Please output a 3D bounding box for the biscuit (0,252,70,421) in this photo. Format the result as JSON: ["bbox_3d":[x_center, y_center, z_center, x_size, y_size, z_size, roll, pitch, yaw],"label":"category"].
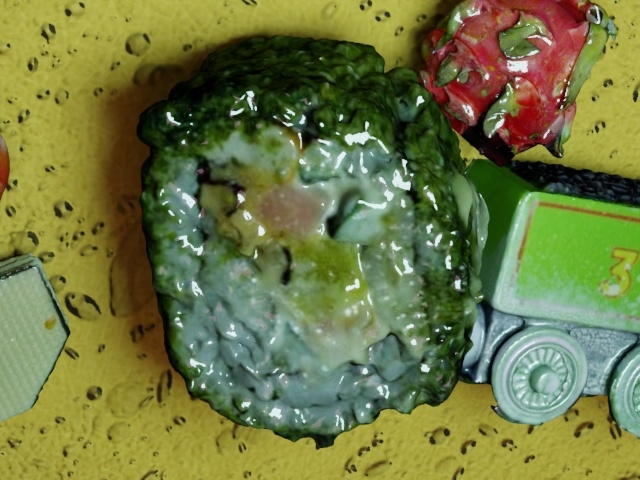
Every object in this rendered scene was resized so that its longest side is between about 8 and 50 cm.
[{"bbox_3d":[-0.355,0.116,1.576,0.252,0.052,0.150,-23,122,-3],"label":"biscuit"}]

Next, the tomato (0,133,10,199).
[{"bbox_3d":[-0.358,-0.047,1.448,0.187,0.151,0.187,-38,159,-18],"label":"tomato"}]

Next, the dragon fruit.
[{"bbox_3d":[0.187,-0.164,1.544,0.166,0.160,0.172,40,100,-4],"label":"dragon fruit"}]

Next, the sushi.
[{"bbox_3d":[0.000,0.000,1.505,0.294,0.178,0.352,-4,113,12],"label":"sushi"}]

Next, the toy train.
[{"bbox_3d":[0.262,0.055,1.665,0.307,0.173,0.249,9,103,-19],"label":"toy train"}]
